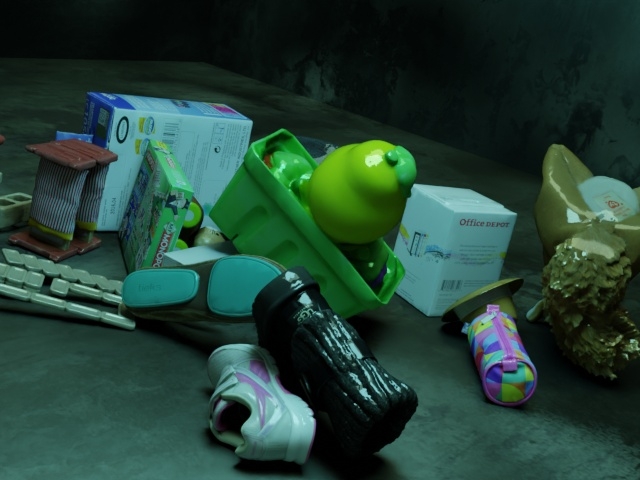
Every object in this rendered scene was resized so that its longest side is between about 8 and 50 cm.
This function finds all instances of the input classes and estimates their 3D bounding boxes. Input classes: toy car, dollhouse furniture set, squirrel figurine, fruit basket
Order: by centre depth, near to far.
[{"bbox_3d":[0.032,-0.060,1.806,0.392,0.392,0.283,16,17,10],"label":"fruit basket"},{"bbox_3d":[-0.596,-0.119,1.960,0.374,0.201,0.152,20,18,19],"label":"dollhouse furniture set"},{"bbox_3d":[0.518,0.082,1.996,0.281,0.370,0.397,16,46,8],"label":"squirrel figurine"},{"bbox_3d":[-0.230,-0.006,2.004,0.188,0.149,0.155,18,3,-25],"label":"toy car"}]

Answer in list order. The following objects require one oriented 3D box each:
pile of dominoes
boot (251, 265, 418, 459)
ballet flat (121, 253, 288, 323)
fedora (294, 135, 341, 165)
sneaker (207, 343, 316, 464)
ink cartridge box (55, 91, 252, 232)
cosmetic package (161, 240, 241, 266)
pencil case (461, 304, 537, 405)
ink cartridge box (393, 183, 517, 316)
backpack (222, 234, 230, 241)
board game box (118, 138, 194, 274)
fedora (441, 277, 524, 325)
[{"bbox_3d":[-0.441,0.093,1.722,0.251,0.040,0.196,18,14,-14],"label":"pile of dominoes"},{"bbox_3d":[0.025,0.202,1.491,0.260,0.131,0.348,48,-6,19],"label":"boot"},{"bbox_3d":[-0.166,0.093,1.656,0.342,0.116,0.124,-6,-23,29],"label":"ballet flat"},{"bbox_3d":[0.002,-0.137,2.339,0.334,0.152,0.334,27,-13,7],"label":"fedora"},{"bbox_3d":[-0.109,0.221,1.411,0.111,0.103,0.252,4,19,-32],"label":"sneaker"},{"bbox_3d":[-0.366,-0.165,2.156,0.395,0.270,0.151,0,20,-37],"label":"ink cartridge box"},{"bbox_3d":[-0.197,0.062,1.860,0.060,0.099,0.239,26,22,29],"label":"cosmetic package"},{"bbox_3d":[0.318,0.203,1.793,0.104,0.104,0.236,12,18,-5],"label":"pencil case"},{"bbox_3d":[0.270,0.019,2.105,0.171,0.233,0.168,2,20,-32],"label":"ink cartridge box"},{"bbox_3d":[-0.115,-0.041,2.217,0.152,0.115,0.182,15,14,16],"label":"backpack"},{"bbox_3d":[-0.319,-0.050,1.917,0.046,0.213,0.317,17,15,-22],"label":"board game box"},{"bbox_3d":[0.328,0.142,1.968,0.194,0.194,0.079,-5,65,-46],"label":"fedora"}]
